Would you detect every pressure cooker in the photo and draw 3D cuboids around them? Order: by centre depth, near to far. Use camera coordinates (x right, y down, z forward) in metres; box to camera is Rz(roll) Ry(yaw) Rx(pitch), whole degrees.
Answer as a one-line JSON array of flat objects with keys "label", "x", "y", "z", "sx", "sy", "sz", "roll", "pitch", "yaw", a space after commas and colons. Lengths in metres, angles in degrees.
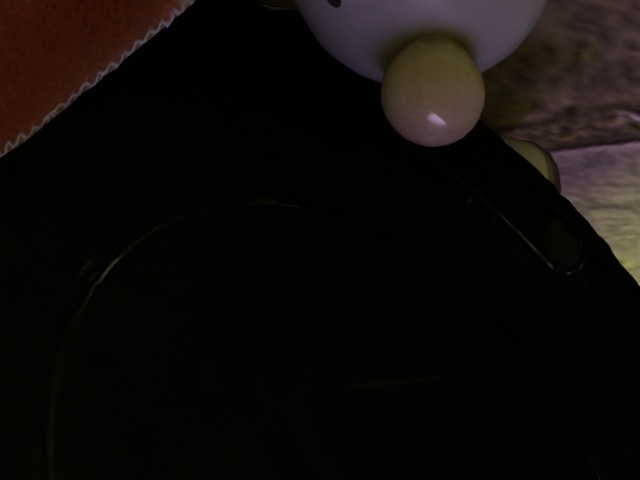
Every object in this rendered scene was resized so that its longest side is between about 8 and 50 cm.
[{"label": "pressure cooker", "x": -0.111, "y": 0.168, "z": 0.541, "sx": 0.370, "sy": 0.375, "sz": 0.420, "roll": 31, "pitch": 134, "yaw": -21}]

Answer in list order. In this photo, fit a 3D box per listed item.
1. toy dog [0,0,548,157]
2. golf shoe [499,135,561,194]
[{"label": "toy dog", "x": -0.022, "y": -0.085, "z": 0.311, "sx": 0.334, "sy": 0.161, "sz": 0.220, "roll": 17, "pitch": 150, "yaw": -42}, {"label": "golf shoe", "x": 0.000, "y": 0.000, "z": 0.647, "sx": 0.186, "sy": 0.067, "sz": 0.086, "roll": -18, "pitch": 154, "yaw": 30}]
